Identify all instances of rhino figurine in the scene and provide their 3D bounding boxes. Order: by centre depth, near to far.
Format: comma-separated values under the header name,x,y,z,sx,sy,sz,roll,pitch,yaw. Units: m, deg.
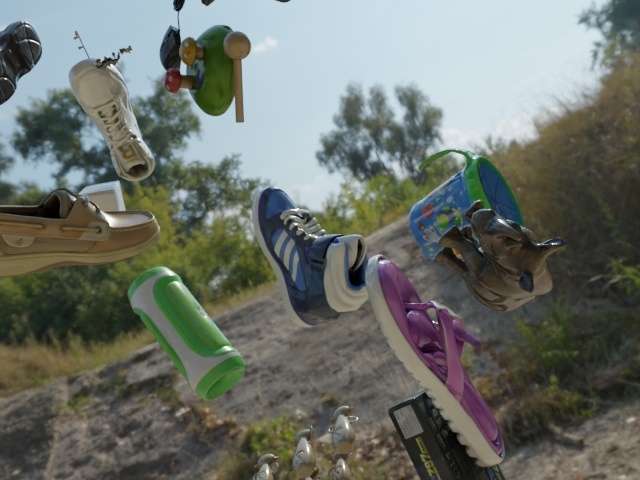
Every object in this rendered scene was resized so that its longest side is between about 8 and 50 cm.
name,x,y,z,sx,sy,sz,roll,pitch,yaw
rhino figurine,0.171,0.016,0.636,0.073,0.106,0.243,-48,-13,-3

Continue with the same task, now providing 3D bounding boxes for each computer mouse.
name,x,y,z,sx,sy,sz,roll,pitch,yaw
computer mouse,-0.306,-0.438,1.381,0.041,0.071,0.242,-3,-32,-19

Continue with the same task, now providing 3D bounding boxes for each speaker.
name,x,y,z,sx,sy,sz,roll,pitch,yaw
speaker,-0.291,0.195,1.440,0.131,0.296,0.131,-36,-23,-18

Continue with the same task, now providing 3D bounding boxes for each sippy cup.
name,x,y,z,sx,sy,sz,roll,pitch,yaw
sippy cup,0.350,-0.056,1.656,0.224,0.306,0.240,-29,-38,31

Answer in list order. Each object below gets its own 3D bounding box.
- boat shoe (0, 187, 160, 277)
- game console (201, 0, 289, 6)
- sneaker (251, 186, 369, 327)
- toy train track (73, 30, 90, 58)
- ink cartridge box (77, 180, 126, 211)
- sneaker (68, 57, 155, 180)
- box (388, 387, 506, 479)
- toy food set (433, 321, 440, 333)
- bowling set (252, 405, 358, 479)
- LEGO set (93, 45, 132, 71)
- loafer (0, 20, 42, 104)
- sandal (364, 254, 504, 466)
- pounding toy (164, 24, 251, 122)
name,x,y,z,sx,sy,sz,roll,pitch,yaw
boat shoe,-0.398,-0.024,1.071,0.121,0.110,0.341,16,18,33
game console,-0.136,-0.704,1.666,0.293,0.173,0.250,-53,6,46
sneaker,0.000,0.000,1.347,0.130,0.323,0.236,-4,-19,-46
toy train track,-0.510,-0.409,1.434,0.014,0.048,0.083,-25,-44,-10
ink cartridge box,-0.482,-0.047,1.497,0.085,0.148,0.203,-10,12,-11
sneaker,-0.422,-0.240,1.411,0.108,0.169,0.292,-28,-22,-8
box,0.217,0.350,1.090,0.059,0.233,0.183,-32,-13,28
toy food set,0.294,0.231,1.674,0.122,0.077,0.019,-51,14,54
bowling set,-0.003,0.549,1.589,0.287,0.200,0.154,-28,15,8
LEGO set,-0.350,-0.302,1.125,0.083,0.023,0.054,-2,27,48
loafer,-0.595,-0.303,1.182,0.095,0.109,0.303,-10,32,11
sandal,0.199,0.171,1.024,0.102,0.416,0.169,-26,26,17
pounding toy,-0.235,-0.337,1.320,0.110,0.183,0.237,-1,18,-32
